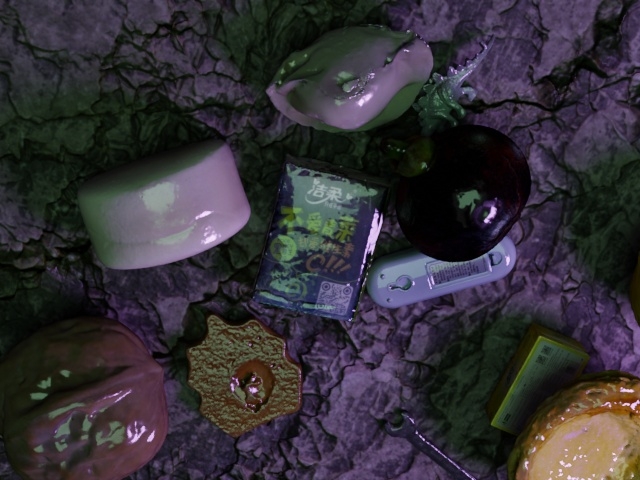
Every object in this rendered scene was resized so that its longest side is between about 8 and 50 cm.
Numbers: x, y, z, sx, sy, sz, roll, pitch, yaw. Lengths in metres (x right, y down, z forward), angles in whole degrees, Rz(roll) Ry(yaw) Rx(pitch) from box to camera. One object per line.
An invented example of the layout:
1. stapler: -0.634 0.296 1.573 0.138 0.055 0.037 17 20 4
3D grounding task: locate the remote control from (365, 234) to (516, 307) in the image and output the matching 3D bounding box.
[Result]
1. remote control: 0.189 0.045 1.693 0.244 0.047 0.087 -16 112 4

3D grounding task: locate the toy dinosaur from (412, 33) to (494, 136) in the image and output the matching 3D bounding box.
1. toy dinosaur: 0.195 -0.224 1.608 0.082 0.039 0.209 33 103 -11

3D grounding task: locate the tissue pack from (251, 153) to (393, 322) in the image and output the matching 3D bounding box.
1. tissue pack: 0.000 0.000 1.652 0.173 0.073 0.235 12 107 -7

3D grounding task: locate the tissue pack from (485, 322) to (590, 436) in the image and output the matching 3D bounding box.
1. tissue pack: 0.353 0.234 1.756 0.095 0.062 0.176 22 107 -9

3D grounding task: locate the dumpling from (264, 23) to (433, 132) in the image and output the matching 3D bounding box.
1. dumpling: 0.047 -0.219 1.568 0.247 0.142 0.172 -13 143 4

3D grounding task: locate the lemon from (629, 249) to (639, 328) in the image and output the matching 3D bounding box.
1. lemon: 0.615 0.088 1.626 0.310 0.253 0.253 23 105 -11

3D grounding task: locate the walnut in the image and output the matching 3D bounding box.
1. walnut: -0.360 0.249 1.632 0.273 0.273 0.227 -15 144 2

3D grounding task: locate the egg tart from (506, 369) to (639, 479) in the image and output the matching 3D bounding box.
1. egg tart: 0.429 0.327 1.695 0.294 0.123 0.294 -1 111 -3

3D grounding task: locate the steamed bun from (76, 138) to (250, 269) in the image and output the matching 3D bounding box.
1. steamed bun: -0.232 -0.049 1.575 0.242 0.164 0.146 -17 110 1

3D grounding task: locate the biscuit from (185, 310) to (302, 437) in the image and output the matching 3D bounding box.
1. biscuit: -0.131 0.205 1.732 0.182 0.034 0.215 -24 106 4

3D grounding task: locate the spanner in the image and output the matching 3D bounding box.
1. spanner: 0.209 0.373 1.818 0.254 0.015 0.054 40 101 -14

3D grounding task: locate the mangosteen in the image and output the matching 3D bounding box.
1. mangosteen: 0.195 -0.076 1.574 0.216 0.216 0.216 -1 108 -3
